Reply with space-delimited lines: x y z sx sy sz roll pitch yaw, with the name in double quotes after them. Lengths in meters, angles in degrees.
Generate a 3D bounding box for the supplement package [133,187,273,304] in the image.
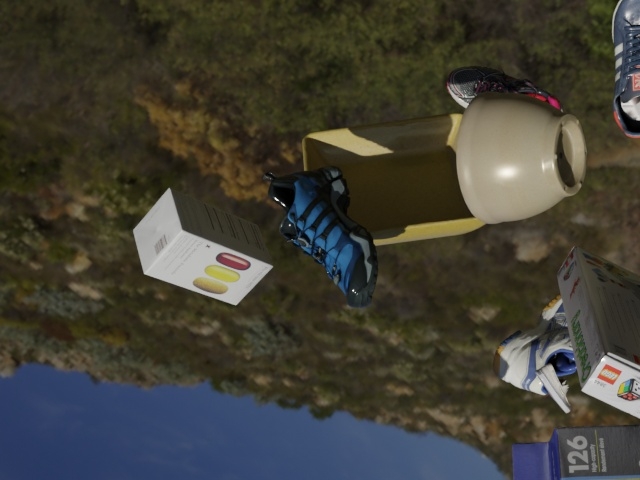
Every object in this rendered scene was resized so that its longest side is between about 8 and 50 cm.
-0.243 0.016 1.944 0.244 0.139 0.134 23 -149 -39 "supplement package"

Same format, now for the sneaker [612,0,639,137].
0.745 -0.402 2.171 0.148 0.131 0.350 -60 -37 -55 "sneaker"

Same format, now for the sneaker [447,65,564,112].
0.451 -0.359 2.261 0.299 0.121 0.112 21 176 18 "sneaker"

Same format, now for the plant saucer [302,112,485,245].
0.140 -0.101 1.762 0.333 0.332 0.081 -94 -4 -50 "plant saucer"

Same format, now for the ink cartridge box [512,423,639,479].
0.488 0.462 1.610 0.072 0.307 0.304 71 -160 -45 "ink cartridge box"

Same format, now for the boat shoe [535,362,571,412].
0.379 0.234 1.485 0.100 0.035 0.035 52 -177 -22 "boat shoe"

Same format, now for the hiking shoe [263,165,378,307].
0.000 0.000 1.523 0.132 0.113 0.304 -5 -137 -17 "hiking shoe"

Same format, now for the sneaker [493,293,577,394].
0.478 0.205 1.844 0.131 0.296 0.112 30 145 39 "sneaker"

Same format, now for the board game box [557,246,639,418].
0.373 0.117 1.042 0.193 0.053 0.305 26 -158 0 "board game box"

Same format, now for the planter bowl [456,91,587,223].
0.249 -0.100 1.109 0.109 0.162 0.162 2 157 38 "planter bowl"
